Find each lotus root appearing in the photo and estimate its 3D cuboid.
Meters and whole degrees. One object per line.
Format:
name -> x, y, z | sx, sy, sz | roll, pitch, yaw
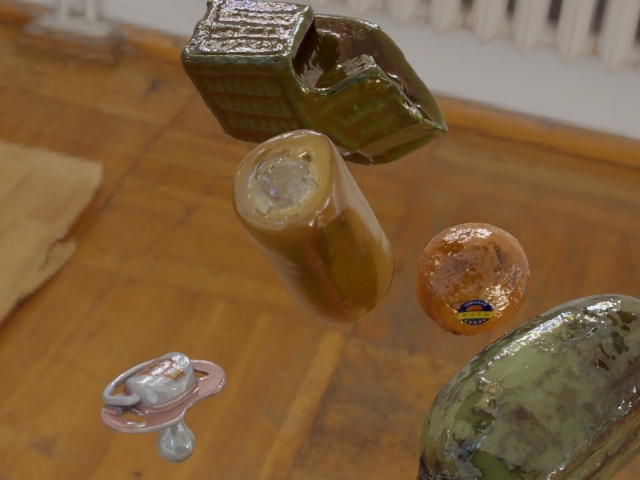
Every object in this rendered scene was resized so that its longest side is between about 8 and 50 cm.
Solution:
lotus root -> 0.214, 0.147, 1.253 | 0.309, 0.173, 0.173 | -33, 45, -16

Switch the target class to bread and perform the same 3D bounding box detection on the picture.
bread -> 0.000, 0.000, 1.093 | 0.092, 0.239, 0.074 | -32, 65, 1

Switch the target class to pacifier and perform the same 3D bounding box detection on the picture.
pacifier -> -0.112, 0.124, 1.035 | 0.081, 0.078, 0.099 | 7, 30, 39

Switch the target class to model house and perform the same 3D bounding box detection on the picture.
model house -> -0.014, -0.182, 1.555 | 0.268, 0.173, 0.239 | 6, -3, 21

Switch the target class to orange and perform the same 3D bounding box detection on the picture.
orange -> 0.174, 0.040, 1.647 | 0.136, 0.135, 0.117 | 7, 46, 1
